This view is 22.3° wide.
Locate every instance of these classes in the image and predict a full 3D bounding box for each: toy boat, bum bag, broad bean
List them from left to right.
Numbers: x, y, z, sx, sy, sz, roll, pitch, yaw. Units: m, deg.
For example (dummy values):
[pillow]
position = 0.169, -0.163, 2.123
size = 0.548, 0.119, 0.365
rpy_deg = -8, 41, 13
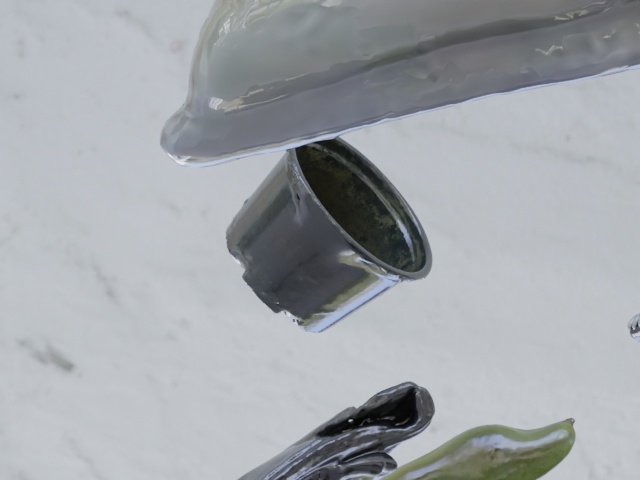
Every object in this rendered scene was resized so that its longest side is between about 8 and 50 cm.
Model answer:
[bum bag]
position = -0.036, 0.169, 1.033
size = 0.060, 0.248, 0.123
rpy_deg = 59, -23, 9
[broad bean]
position = 0.113, 0.254, 1.656
size = 0.325, 0.075, 0.067
rpy_deg = -26, -61, 3
[toy boat]
position = 0.142, -0.115, 0.365
size = 0.293, 0.276, 0.111
rpy_deg = 8, -46, 22

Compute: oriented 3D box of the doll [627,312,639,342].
[doll]
position = 0.303, 0.040, 1.236
size = 0.067, 0.091, 0.219
rpy_deg = 40, -21, -3

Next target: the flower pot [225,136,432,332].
[flower pot]
position = 0.000, 0.000, 1.296
size = 0.157, 0.157, 0.107
rpy_deg = 40, -66, -14
